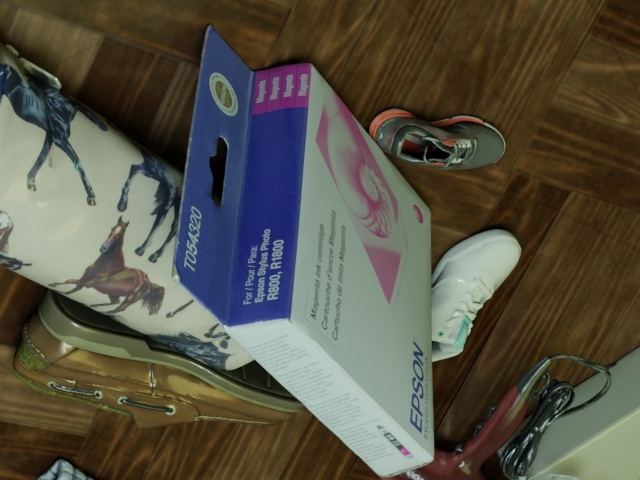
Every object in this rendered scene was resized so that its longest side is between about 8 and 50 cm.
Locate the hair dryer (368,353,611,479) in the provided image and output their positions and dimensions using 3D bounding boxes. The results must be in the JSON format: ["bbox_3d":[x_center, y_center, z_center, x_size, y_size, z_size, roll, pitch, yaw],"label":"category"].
[{"bbox_3d":[0.180,0.232,1.832,0.293,0.080,0.223,-4,102,2],"label":"hair dryer"}]

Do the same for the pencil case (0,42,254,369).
[{"bbox_3d":[-0.191,-0.028,1.485,0.410,0.160,0.183,31,81,-36],"label":"pencil case"}]

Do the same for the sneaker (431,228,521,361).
[{"bbox_3d":[0.143,0.079,1.754,0.212,0.094,0.080,-40,126,0],"label":"sneaker"}]

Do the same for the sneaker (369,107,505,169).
[{"bbox_3d":[0.126,-0.091,1.662,0.158,0.065,0.061,4,117,-27],"label":"sneaker"}]

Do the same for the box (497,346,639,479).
[{"bbox_3d":[0.353,0.224,1.943,0.275,0.094,0.113,-30,126,-7],"label":"box"}]

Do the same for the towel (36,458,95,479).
[{"bbox_3d":[-0.277,0.400,1.725,0.283,0.121,0.235,-47,126,6],"label":"towel"}]

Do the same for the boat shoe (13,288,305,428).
[{"bbox_3d":[-0.160,0.132,1.641,0.307,0.110,0.104,22,115,-25],"label":"boat shoe"}]

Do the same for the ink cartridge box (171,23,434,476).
[{"bbox_3d":[0.000,0.000,1.503,0.071,0.324,0.330,-21,133,25],"label":"ink cartridge box"}]
